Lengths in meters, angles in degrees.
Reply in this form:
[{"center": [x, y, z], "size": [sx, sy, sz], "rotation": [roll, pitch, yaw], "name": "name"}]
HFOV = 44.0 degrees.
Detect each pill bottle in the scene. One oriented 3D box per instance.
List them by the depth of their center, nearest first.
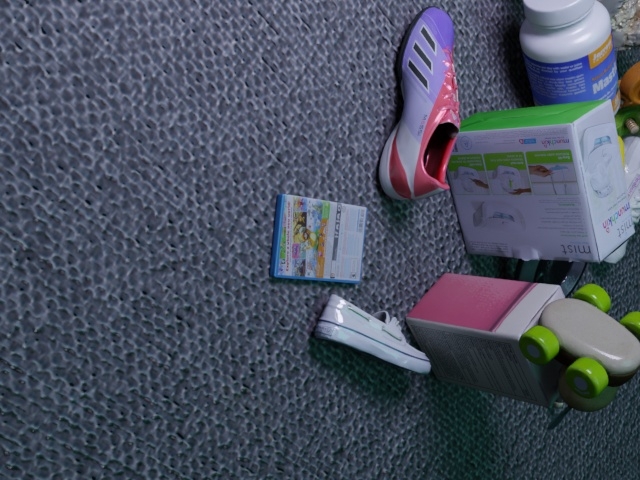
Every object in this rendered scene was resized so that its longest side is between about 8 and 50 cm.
[{"center": [0.436, -0.329, 1.390], "size": [0.152, 0.152, 0.272], "rotation": [-56, 141, -23], "name": "pill bottle"}]

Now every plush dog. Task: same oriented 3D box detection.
[{"center": [0.541, -0.479, 1.516], "size": [0.263, 0.211, 0.225], "rotation": [23, 58, -29], "name": "plush dog"}]

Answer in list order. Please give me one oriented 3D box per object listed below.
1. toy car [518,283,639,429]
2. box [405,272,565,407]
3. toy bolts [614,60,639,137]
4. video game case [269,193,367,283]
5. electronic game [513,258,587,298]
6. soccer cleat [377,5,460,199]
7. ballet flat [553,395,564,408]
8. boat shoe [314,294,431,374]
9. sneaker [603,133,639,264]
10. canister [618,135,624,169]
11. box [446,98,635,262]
[{"center": [0.372, 0.188, 1.141], "size": [0.155, 0.149, 0.188], "rotation": [-30, 139, -31], "name": "toy car"}, {"center": [0.279, 0.152, 1.270], "size": [0.127, 0.232, 0.148], "rotation": [-44, 119, -29], "name": "box"}, {"center": [0.644, -0.321, 1.537], "size": [0.229, 0.158, 0.218], "rotation": [-16, 144, 0], "name": "toy bolts"}, {"center": [0.000, 0.000, 1.168], "size": [0.166, 0.015, 0.119], "rotation": [7, 89, -41], "name": "video game case"}, {"center": [0.439, 0.040, 1.494], "size": [0.229, 0.048, 0.229], "rotation": [-22, 125, -35], "name": "electronic game"}, {"center": [0.179, -0.217, 1.240], "size": [0.109, 0.116, 0.318], "rotation": [19, 81, -40], "name": "soccer cleat"}, {"center": [0.450, 0.251, 1.552], "size": [0.049, 0.057, 0.173], "rotation": [-12, 102, 2], "name": "ballet flat"}, {"center": [0.094, 0.145, 1.210], "size": [0.226, 0.083, 0.075], "rotation": [26, 77, -37], "name": "boat shoe"}, {"center": [0.626, -0.101, 1.606], "size": [0.114, 0.152, 0.304], "rotation": [12, 86, -42], "name": "sneaker"}, {"center": [0.465, -0.130, 1.454], "size": [0.073, 0.170, 0.126], "rotation": [-7, 97, -40], "name": "canister"}, {"center": [0.349, -0.093, 1.298], "size": [0.127, 0.262, 0.231], "rotation": [-31, 111, -35], "name": "box"}]
